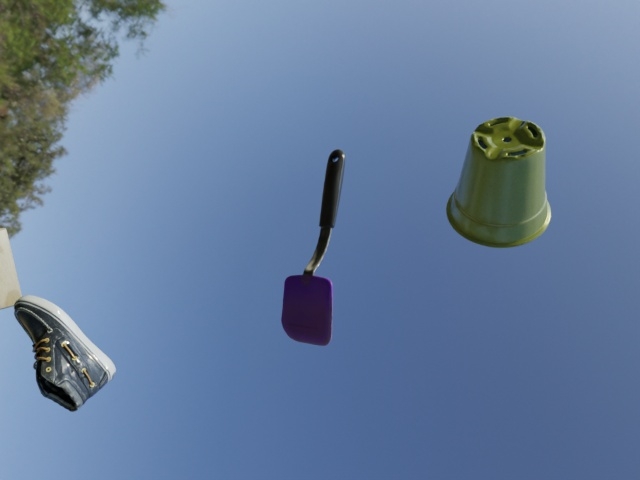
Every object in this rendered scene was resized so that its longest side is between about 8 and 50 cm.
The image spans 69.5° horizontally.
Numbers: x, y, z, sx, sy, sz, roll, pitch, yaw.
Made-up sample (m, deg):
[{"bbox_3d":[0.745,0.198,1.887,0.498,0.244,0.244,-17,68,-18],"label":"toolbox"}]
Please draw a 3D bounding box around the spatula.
[{"bbox_3d":[0.000,0.000,0.674,0.084,0.030,0.296,1,-110,30],"label":"spatula"}]

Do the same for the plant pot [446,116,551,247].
[{"bbox_3d":[0.143,-0.051,0.362,0.084,0.079,0.083,-7,-131,8],"label":"plant pot"}]

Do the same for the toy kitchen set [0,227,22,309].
[{"bbox_3d":[-0.596,0.054,0.720,0.207,0.166,0.122,1,-78,44],"label":"toy kitchen set"}]

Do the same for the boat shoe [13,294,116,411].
[{"bbox_3d":[-0.395,0.163,0.676,0.065,0.183,0.083,-41,-172,30],"label":"boat shoe"}]
